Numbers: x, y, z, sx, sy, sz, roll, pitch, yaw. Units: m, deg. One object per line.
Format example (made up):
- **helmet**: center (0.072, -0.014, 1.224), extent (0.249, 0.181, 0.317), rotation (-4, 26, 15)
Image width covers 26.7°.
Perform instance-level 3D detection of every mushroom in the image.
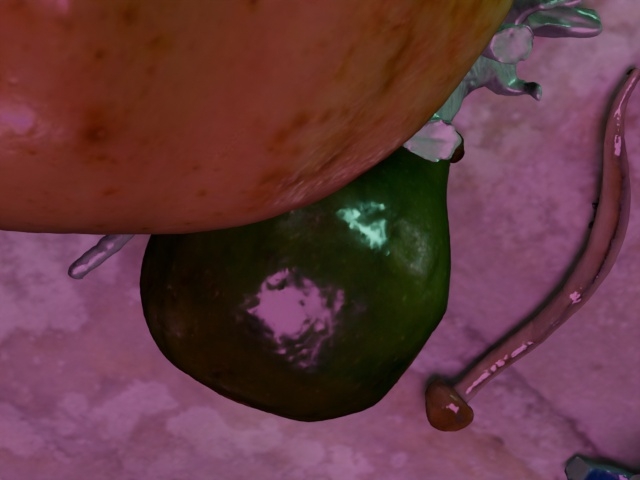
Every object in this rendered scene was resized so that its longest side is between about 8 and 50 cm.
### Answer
- **mushroom**: center (0.168, 0.020, 0.967), extent (0.068, 0.043, 0.306), rotation (10, 119, -42)

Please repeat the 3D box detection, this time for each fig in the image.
- **fig**: center (0.000, 0.000, 0.865), extent (0.195, 0.195, 0.244), rotation (45, 66, -27)

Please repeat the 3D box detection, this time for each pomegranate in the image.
- **pomegranate**: center (-0.106, -0.175, 0.615), extent (0.412, 0.411, 0.411), rotation (-3, 120, -6)

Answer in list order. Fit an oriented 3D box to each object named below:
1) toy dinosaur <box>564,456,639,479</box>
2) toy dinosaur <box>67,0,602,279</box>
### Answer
- **toy dinosaur**: center (0.293, 0.186, 1.058), extent (0.144, 0.076, 0.329), rotation (28, 115, -29)
- **toy dinosaur**: center (0.042, -0.079, 0.750), extent (0.383, 0.129, 0.076), rotation (-23, 102, -30)
